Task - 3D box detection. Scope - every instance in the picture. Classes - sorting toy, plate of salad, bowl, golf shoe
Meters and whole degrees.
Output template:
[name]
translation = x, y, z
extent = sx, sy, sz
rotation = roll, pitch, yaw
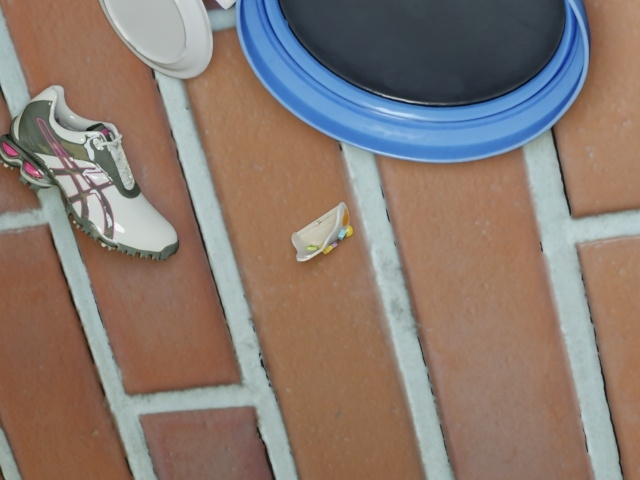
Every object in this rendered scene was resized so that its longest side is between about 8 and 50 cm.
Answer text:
[sorting toy]
translation = 0.000, 0.000, 1.815
extent = 0.083, 0.075, 0.045
rotation = -33, 100, 27
[plate of salad]
translation = -0.199, -0.287, 1.746
extent = 0.200, 0.048, 0.199
rotation = 29, 143, 25
[bowl]
translation = 0.103, -0.241, 1.589
extent = 0.391, 0.077, 0.391
rotation = 10, 144, 8
[golf shoe]
translation = -0.284, -0.080, 1.856
extent = 0.273, 0.105, 0.120
rotation = 37, 111, -1

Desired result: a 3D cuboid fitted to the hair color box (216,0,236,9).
[hair color box]
translation = -0.047, -0.445, 1.620
extent = 0.185, 0.110, 0.339
rotation = 46, 119, -4
